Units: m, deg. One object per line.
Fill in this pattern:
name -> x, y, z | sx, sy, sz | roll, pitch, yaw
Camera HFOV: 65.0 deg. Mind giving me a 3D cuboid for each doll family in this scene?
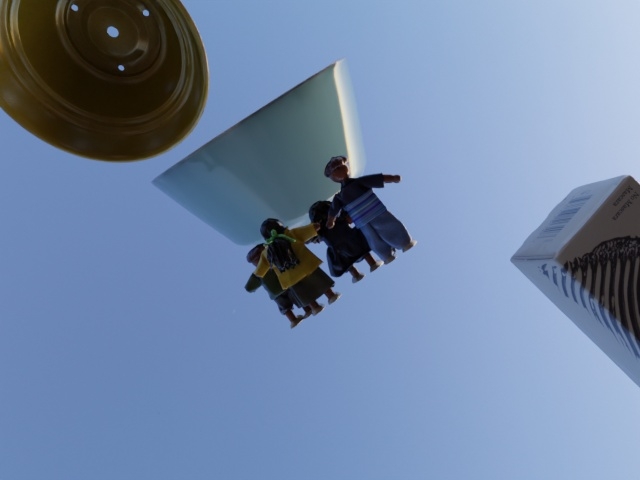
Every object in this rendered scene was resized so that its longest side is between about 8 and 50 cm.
doll family -> 0.000, 0.000, 0.492 | 0.193, 0.076, 0.111 | -36, -92, 5

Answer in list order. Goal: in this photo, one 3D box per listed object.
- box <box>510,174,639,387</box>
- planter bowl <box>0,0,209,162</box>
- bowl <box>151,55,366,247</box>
box -> 0.327, 0.074, 0.478 | 0.275, 0.094, 0.113 | 43, -95, -1
planter bowl -> -0.215, -0.192, 0.497 | 0.217, 0.217, 0.090 | 11, -139, -14
bowl -> -0.060, -0.103, 0.711 | 0.311, 0.311, 0.163 | -40, -72, -25
